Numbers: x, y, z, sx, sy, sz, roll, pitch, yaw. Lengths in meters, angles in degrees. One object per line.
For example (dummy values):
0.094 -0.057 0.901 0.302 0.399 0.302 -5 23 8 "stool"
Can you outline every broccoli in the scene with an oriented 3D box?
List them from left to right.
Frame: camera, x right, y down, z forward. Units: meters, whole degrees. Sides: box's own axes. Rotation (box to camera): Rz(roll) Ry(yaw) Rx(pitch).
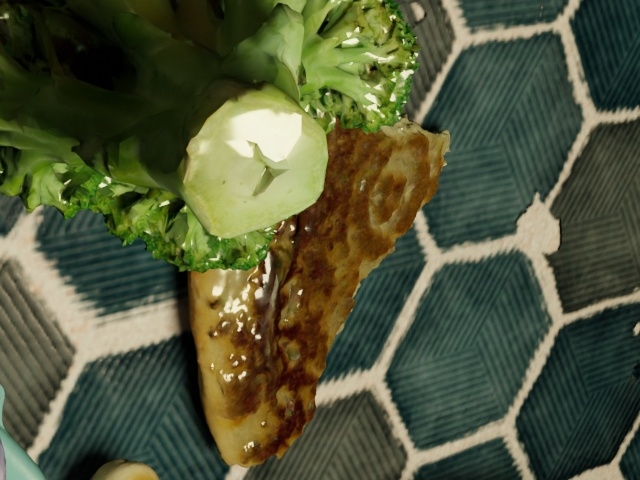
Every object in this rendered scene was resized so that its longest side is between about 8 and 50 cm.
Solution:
-0.057 -0.095 0.827 0.254 0.269 0.269 17 98 -26 "broccoli"

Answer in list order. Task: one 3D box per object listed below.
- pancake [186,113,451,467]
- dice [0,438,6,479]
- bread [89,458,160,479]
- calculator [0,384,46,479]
0.000 0.000 1.165 0.244 0.057 0.266 -33 134 -39 "pancake"
-0.318 0.073 0.725 0.270 0.270 0.271 -37 130 -25 "dice"
-0.149 0.234 1.119 0.073 0.053 0.214 5 108 -40 "bread"
-0.305 0.230 0.974 0.386 0.054 0.256 -53 135 -16 "calculator"
